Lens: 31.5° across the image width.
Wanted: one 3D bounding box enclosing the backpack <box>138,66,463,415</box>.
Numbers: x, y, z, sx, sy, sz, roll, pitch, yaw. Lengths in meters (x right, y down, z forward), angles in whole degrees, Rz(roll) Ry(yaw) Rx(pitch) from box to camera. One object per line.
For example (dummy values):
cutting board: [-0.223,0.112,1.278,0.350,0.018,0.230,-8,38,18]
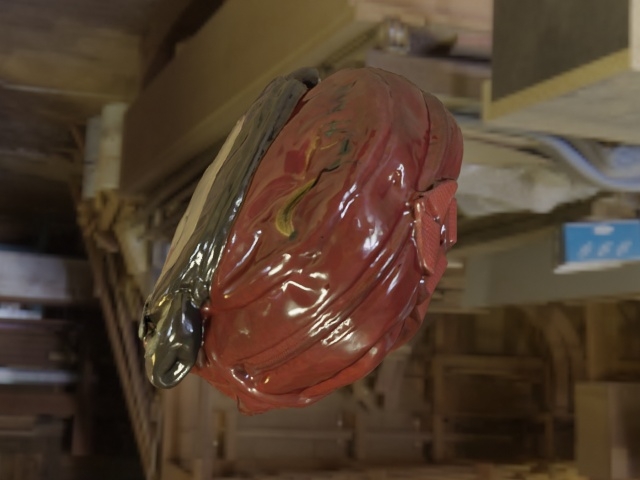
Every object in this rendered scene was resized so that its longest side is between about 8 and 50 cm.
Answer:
backpack: [-0.002,-0.001,0.652,0.139,0.229,0.229,31,163,-17]
